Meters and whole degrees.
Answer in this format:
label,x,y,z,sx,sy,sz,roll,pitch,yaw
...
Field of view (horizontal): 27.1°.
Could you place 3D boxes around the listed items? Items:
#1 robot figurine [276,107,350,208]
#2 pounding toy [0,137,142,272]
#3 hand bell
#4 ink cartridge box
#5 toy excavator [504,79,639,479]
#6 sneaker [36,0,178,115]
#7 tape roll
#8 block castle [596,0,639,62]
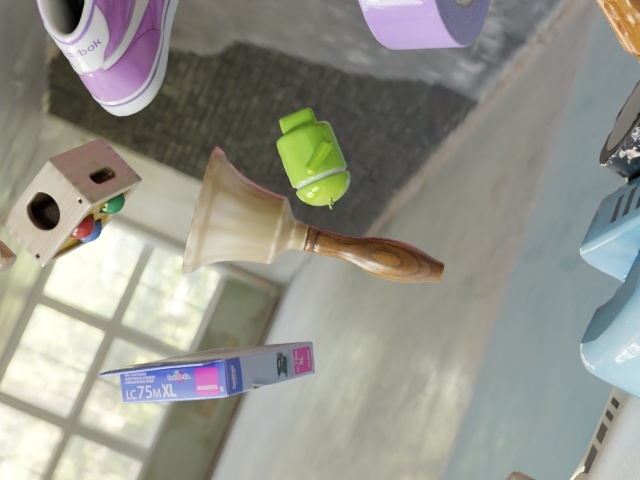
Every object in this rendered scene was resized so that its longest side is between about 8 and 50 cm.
label,x,y,z,sx,sy,sz,roll,pitch,yaw
robot figurine,-0.008,-0.091,1.518,0.067,0.115,0.101,-22,-4,-1
pounding toy,-0.356,-0.014,1.738,0.206,0.094,0.181,-47,-5,29
hand bell,0.000,0.000,1.273,0.126,0.242,0.126,-166,90,-88
ink cartridge box,-0.161,0.195,1.961,0.311,0.186,0.065,1,-97,-62
toy excavator,0.261,0.093,1.005,0.445,0.222,0.433,-62,1,-13
sneaker,-0.211,-0.281,1.315,0.161,0.102,0.282,50,-151,-50
tape roll,0.119,-0.356,1.506,0.275,0.090,0.275,1,-90,-66
block castle,0.453,-0.320,1.198,0.453,0.303,0.213,-44,23,-14
